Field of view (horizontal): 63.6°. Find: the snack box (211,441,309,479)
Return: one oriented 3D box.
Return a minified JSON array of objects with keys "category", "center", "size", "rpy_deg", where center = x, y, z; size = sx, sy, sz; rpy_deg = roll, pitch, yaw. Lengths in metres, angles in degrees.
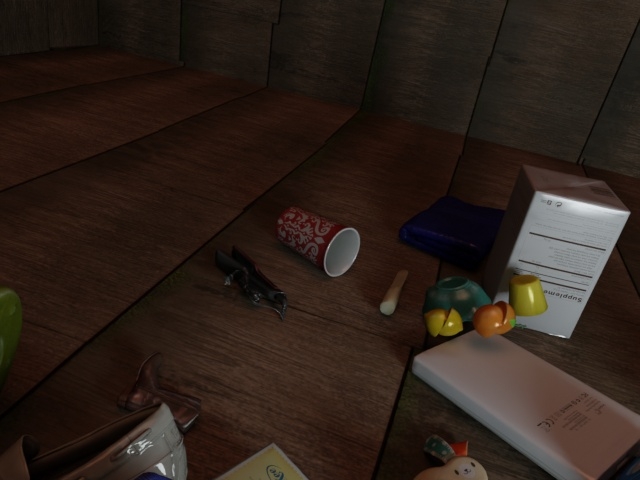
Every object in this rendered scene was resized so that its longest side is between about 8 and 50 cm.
[{"category":"snack box","center":[-0.021,0.363,0.500],"size":[0.187,0.060,0.322],"rpy_deg":[-18,39,-41]}]

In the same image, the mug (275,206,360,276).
[{"category":"mug","center":[-0.007,0.006,1.162],"size":[0.169,0.150,0.113],"rpy_deg":[27,68,36]}]

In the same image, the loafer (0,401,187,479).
[{"category":"loafer","center":[-0.299,0.251,0.517],"size":[0.320,0.111,0.112],"rpy_deg":[-13,9,-27]}]

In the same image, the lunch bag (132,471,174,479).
[{"category":"lunch bag","center":[-0.069,0.379,0.241],"size":[0.328,0.239,0.385],"rpy_deg":[26,63,23]}]

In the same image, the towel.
[{"category":"towel","center":[0.368,-0.028,1.372],"size":[0.228,0.076,0.308],"rpy_deg":[19,28,29]}]

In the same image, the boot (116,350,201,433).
[{"category":"boot","center":[-0.211,0.214,0.736],"size":[0.114,0.037,0.106],"rpy_deg":[13,41,11]}]

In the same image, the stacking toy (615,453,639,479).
[{"category":"stacking toy","center":[0.494,0.383,0.588],"size":[0.166,0.175,0.302],"rpy_deg":[-31,62,-21]}]

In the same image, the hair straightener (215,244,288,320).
[{"category":"hair straightener","center":[-0.146,0.085,1.006],"size":[0.089,0.047,0.230],"rpy_deg":[-14,41,-38]}]

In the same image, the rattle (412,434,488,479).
[{"category":"rattle","center":[0.174,0.286,0.643],"size":[0.130,0.142,0.199],"rpy_deg":[1,29,23]}]

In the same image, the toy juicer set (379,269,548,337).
[{"category":"toy juicer set","center":[0.244,0.135,1.000],"size":[0.329,0.089,0.209],"rpy_deg":[1,22,42]}]

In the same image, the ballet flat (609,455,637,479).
[{"category":"ballet flat","center":[0.480,0.353,0.737],"size":[0.173,0.049,0.057],"rpy_deg":[14,50,17]}]

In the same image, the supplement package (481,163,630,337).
[{"category":"supplement package","center":[0.467,0.020,1.070],"size":[0.175,0.292,0.177],"rpy_deg":[14,28,6]}]

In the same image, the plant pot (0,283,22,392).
[{"category":"plant pot","center":[-0.539,0.110,0.531],"size":[0.353,0.366,0.366],"rpy_deg":[18,26,-11]}]

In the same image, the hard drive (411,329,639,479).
[{"category":"hard drive","center":[0.327,0.249,0.823],"size":[0.203,0.040,0.308],"rpy_deg":[-12,28,-36]}]
